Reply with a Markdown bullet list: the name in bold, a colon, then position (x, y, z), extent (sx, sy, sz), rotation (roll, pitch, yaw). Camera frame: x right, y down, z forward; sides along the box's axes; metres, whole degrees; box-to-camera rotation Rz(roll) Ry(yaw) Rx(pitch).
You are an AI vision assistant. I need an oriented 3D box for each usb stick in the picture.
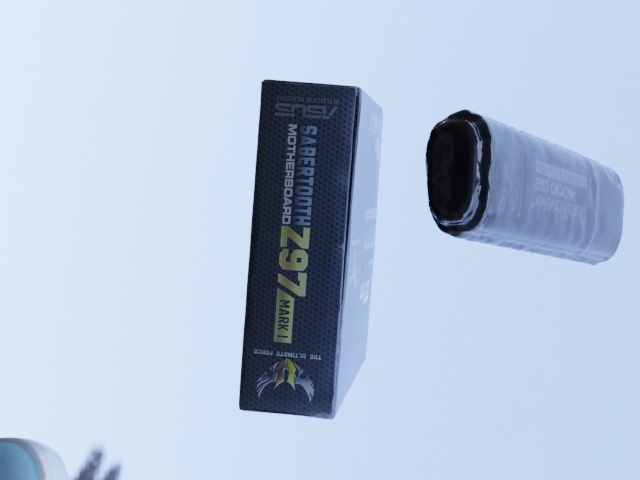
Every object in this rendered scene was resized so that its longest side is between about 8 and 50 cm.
- **usb stick**: position (0.140, -0.029, 0.855), extent (0.045, 0.278, 0.077), rotation (2, -93, 29)

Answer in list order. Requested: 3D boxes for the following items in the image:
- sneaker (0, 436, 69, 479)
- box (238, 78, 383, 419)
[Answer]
- **sneaker**: position (-0.374, 0.249, 1.005), extent (0.366, 0.150, 0.135), rotation (-26, -111, 5)
- **box**: position (0.000, 0.000, 0.811), extent (0.059, 0.233, 0.183), rotation (5, -87, 6)
